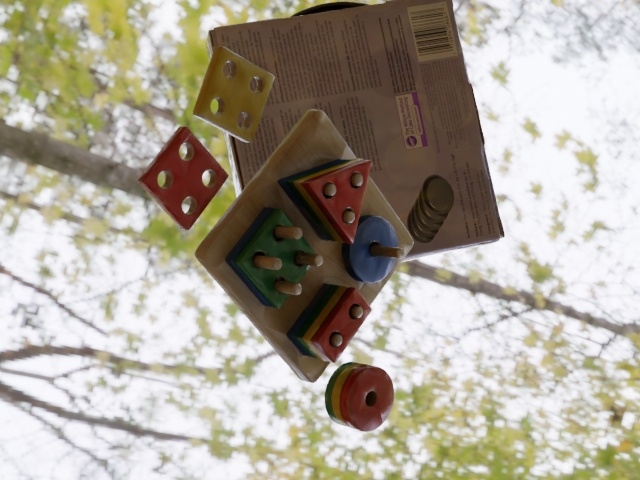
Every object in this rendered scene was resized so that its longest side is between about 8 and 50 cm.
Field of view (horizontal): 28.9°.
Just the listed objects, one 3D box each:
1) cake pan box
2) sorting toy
[{"bbox_3d":[0.030,-0.103,1.208,0.070,0.246,0.266,157,-80,-77],"label":"cake pan box"},{"bbox_3d":[0.000,0.000,0.807,0.046,0.274,0.132,8,-127,48],"label":"sorting toy"}]
